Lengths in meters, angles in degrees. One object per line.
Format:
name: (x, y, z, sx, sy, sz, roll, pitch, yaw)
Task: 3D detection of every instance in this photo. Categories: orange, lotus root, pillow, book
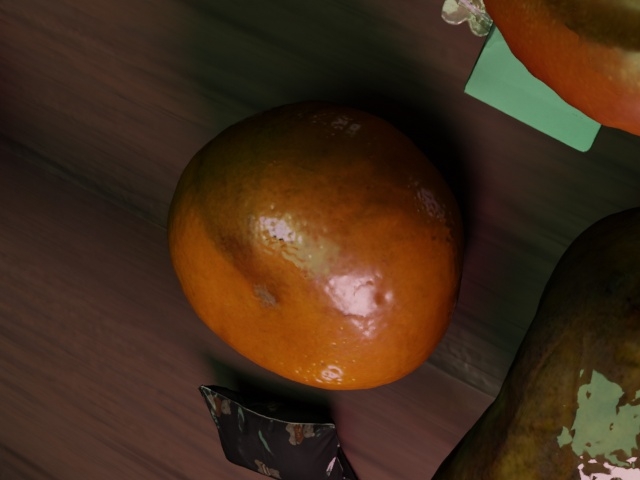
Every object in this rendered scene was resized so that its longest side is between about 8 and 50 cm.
orange: (0.000, 0.000, 1.358, 0.240, 0.171, 0.240, 24, 141, 21)
lotus root: (0.214, 0.132, 1.203, 0.250, 0.250, 0.346, 35, 130, 22)
pillow: (-0.037, 0.178, 1.586, 0.150, 0.048, 0.090, 13, 120, 34)
book: (0.166, -0.137, 1.200, 0.103, 0.017, 0.135, 28, 112, 13)

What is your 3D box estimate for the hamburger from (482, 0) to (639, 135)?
hamburger: (0.235, -0.215, 0.910, 0.330, 0.330, 0.250, 27, 136, 28)

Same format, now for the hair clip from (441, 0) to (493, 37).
hair clip: (0.100, -0.176, 1.255, 0.214, 0.056, 0.062, 41, 119, 5)
